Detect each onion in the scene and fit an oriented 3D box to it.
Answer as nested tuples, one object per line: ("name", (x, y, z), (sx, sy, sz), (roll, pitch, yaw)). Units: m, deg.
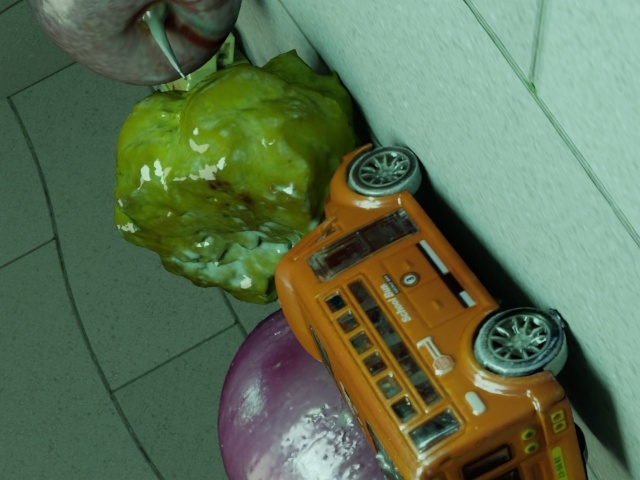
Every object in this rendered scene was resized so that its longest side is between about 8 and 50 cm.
("onion", (0.044, 0.227, 1.182), (0.358, 0.345, 0.358), (36, 158, 17))

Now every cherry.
("cherry", (-0.185, -0.266, 1.262), (0.236, 0.212, 0.285), (94, 157, -63))

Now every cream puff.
("cream puff", (-0.056, -0.067, 1.196), (0.282, 0.281, 0.185), (71, -156, -56))

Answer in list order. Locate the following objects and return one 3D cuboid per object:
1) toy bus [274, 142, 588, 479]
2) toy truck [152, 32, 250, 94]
("toy bus", (0.069, 0.071, 0.968), (0.329, 0.153, 0.143), (58, 171, 47))
("toy truck", (-0.124, -0.173, 1.592), (0.272, 0.124, 0.157), (-123, 30, -50))
